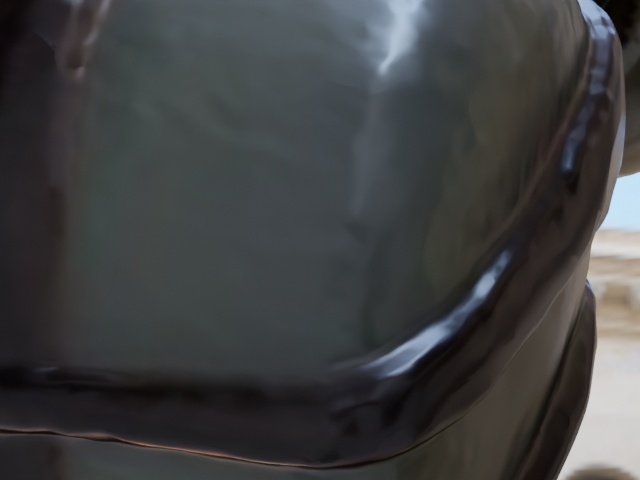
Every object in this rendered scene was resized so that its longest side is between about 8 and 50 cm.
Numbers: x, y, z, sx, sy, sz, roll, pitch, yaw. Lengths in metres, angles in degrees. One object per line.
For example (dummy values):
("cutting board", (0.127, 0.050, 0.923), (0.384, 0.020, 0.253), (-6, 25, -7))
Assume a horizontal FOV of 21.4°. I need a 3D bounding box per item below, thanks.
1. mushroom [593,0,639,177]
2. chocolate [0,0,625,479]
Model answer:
("mushroom", (0.105, -0.126, 0.878), (0.292, 0.290, 0.292), (17, -46, 18))
("chocolate", (0.000, 0.000, 0.551), (0.186, 0.283, 0.283), (6, -42, 14))
